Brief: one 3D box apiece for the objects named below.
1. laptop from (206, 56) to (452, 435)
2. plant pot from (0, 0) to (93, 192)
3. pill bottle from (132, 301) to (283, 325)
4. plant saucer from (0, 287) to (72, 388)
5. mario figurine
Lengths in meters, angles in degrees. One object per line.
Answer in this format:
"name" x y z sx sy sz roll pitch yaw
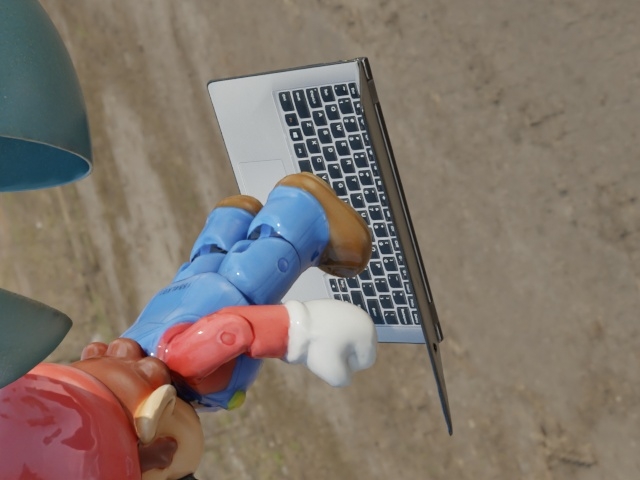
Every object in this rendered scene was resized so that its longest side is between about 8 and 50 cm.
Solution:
"laptop" 0.000 0.000 1.535 0.408 0.236 0.382 -2 112 39
"plant pot" -0.360 -0.165 1.208 0.290 0.290 0.195 152 119 -72
"pill bottle" -0.134 0.105 1.375 0.108 0.193 0.108 54 180 0
"plant saucer" -0.263 0.024 0.522 0.317 0.317 0.043 158 123 -72
"mario figurine" -0.082 0.103 0.812 0.170 0.320 0.198 33 138 8
